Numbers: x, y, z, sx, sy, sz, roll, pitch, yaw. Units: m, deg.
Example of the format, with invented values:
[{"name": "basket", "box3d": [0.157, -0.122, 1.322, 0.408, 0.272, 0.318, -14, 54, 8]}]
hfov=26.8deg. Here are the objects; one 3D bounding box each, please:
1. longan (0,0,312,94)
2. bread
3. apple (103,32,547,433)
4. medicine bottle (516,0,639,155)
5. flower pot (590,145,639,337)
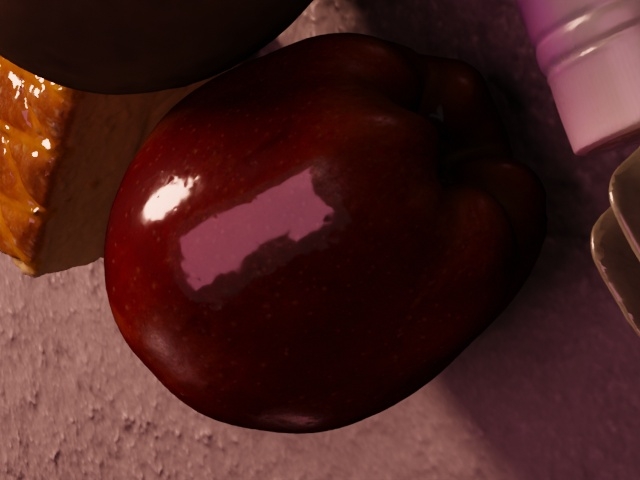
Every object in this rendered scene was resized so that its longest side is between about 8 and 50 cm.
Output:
[{"name": "longan", "box3d": [-0.137, -0.283, 0.981, 0.361, 0.361, 0.361, 17, 113, 44]}, {"name": "bread", "box3d": [-0.243, -0.157, 1.288, 0.279, 0.207, 0.279, 49, 134, 25]}, {"name": "apple", "box3d": [0.000, 0.000, 1.009, 0.317, 0.288, 0.288, -33, 76, 34]}, {"name": "medicine bottle", "box3d": [0.187, -0.194, 0.840, 0.152, 0.152, 0.254, -24, 82, 49]}, {"name": "flower pot", "box3d": [0.303, -0.057, 0.675, 0.367, 0.254, 0.164, -45, 68, 44]}]
